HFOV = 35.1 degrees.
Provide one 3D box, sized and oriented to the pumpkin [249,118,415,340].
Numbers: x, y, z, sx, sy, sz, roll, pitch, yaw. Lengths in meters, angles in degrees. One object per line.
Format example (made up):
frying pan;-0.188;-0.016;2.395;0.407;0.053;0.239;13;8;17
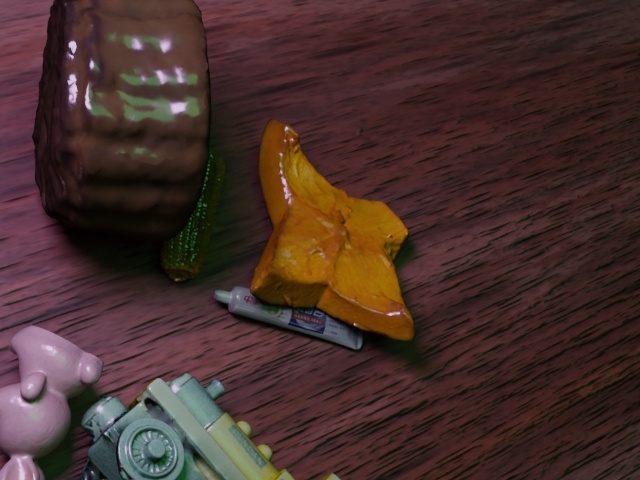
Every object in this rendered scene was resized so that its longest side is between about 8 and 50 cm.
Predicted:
pumpkin;0.018;-0.007;1.456;0.258;0.095;0.290;19;51;-20

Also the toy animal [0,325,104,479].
toy animal;-0.345;0.211;1.181;0.124;0.124;0.212;27;65;-12

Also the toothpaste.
toothpaste;-0.040;0.102;1.419;0.233;0.038;0.060;16;65;-21

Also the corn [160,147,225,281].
corn;-0.177;-0.041;1.400;0.068;0.068;0.207;19;61;-16

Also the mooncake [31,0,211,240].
mooncake;-0.255;-0.160;1.275;0.187;0.324;0.324;2;66;-21

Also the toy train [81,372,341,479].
toy train;-0.119;0.307;1.226;0.369;0.150;0.237;49;48;3
